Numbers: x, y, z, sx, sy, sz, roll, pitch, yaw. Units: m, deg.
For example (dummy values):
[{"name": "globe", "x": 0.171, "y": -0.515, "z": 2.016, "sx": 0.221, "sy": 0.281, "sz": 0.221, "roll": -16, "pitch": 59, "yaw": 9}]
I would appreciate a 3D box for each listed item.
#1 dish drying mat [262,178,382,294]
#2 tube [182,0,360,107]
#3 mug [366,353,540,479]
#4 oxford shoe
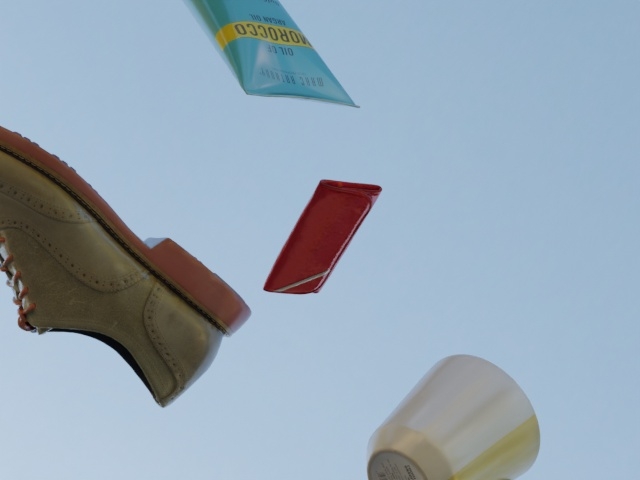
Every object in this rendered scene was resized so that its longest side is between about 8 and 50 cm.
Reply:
[{"name": "dish drying mat", "x": 0.000, "y": 0.000, "z": 0.775, "sx": 0.032, "sy": 0.008, "sz": 0.083, "roll": 6, "pitch": -38, "yaw": -21}, {"name": "tube", "x": -0.051, "y": -0.143, "z": 1.045, "sx": 0.080, "sy": 0.207, "sz": 0.052, "roll": -1, "pitch": -53, "yaw": -30}, {"name": "mug", "x": 0.058, "y": 0.094, "z": 0.708, "sx": 0.078, "sy": 0.064, "sz": 0.062, "roll": 33, "pitch": -50, "yaw": 25}, {"name": "oxford shoe", "x": -0.229, "y": 0.008, "z": 1.369, "sx": 0.348, "sy": 0.123, "sz": 0.130, "roll": 35, "pitch": -100, "yaw": -5}]
